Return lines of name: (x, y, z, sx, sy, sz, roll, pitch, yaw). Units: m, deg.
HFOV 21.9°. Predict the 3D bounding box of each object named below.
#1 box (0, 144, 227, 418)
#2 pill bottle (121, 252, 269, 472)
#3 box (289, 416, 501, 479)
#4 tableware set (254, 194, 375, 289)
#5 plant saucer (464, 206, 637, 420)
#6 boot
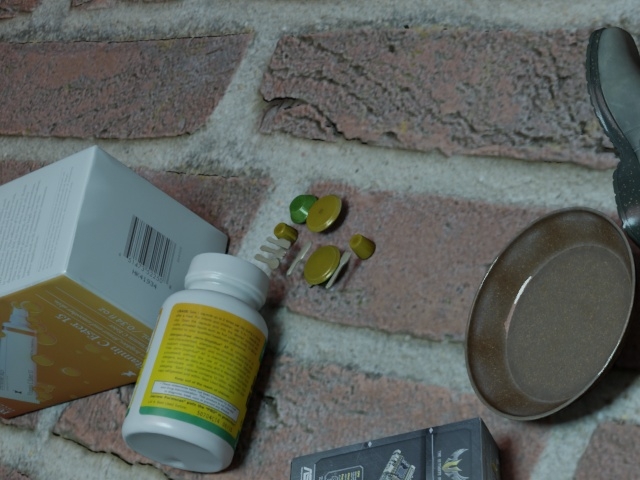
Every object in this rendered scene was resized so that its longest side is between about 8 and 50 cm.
box: (-0.310, 0.057, 1.878, 0.345, 0.215, 0.168, -19, 49, 38)
pill bottle: (-0.121, 0.123, 1.704, 0.117, 0.117, 0.208, -10, 54, 43)
box: (0.061, 0.271, 1.386, 0.183, 0.056, 0.231, -15, 44, 17)
tableware set: (0.000, 0.000, 1.753, 0.154, 0.024, 0.104, 19, 73, 53)
plant saucer: (0.208, 0.068, 1.444, 0.198, 0.036, 0.198, -32, 45, 39)
boot: (0.331, -0.109, 1.447, 0.161, 0.083, 0.246, -26, 52, 26)
